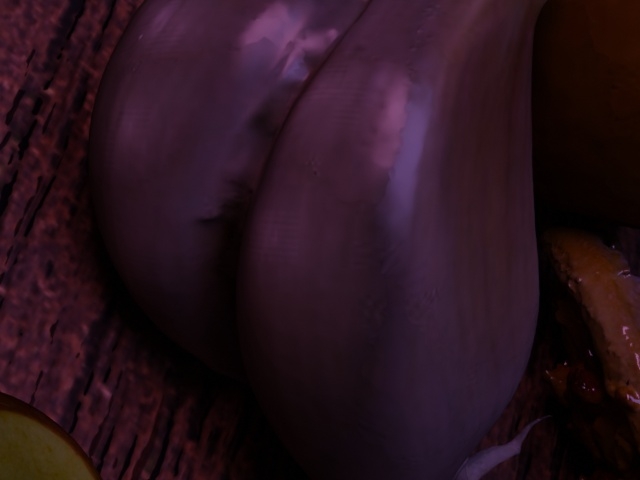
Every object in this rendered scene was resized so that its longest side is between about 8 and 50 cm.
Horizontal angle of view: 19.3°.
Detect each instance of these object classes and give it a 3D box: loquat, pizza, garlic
[{"bbox_3d":[0.213,-0.163,1.155,0.328,0.328,0.328,18,60,-33],"label":"loquat"},{"bbox_3d":[0.195,0.134,1.140,0.085,0.161,0.305,-21,78,-4],"label":"pizza"},{"bbox_3d":[0.000,0.000,1.014,0.246,0.231,0.340,-47,139,-52],"label":"garlic"}]

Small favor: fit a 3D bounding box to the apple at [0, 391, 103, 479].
[{"bbox_3d":[-0.162,0.153,0.814,0.147,0.146,0.163,51,31,1],"label":"apple"}]
